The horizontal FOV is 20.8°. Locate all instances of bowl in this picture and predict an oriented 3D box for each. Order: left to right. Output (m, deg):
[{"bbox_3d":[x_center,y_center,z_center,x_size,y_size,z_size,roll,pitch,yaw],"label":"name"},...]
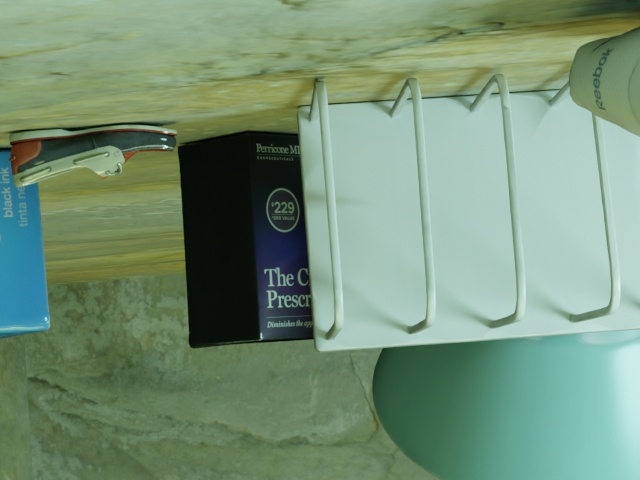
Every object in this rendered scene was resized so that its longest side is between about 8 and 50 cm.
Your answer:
[{"bbox_3d":[0.201,0.071,1.495,0.311,0.163,0.311,1,-147,0],"label":"bowl"}]

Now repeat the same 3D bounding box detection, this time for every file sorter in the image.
[{"bbox_3d":[0.131,-0.027,1.296,0.277,0.193,0.173,-4,173,-4],"label":"file sorter"}]

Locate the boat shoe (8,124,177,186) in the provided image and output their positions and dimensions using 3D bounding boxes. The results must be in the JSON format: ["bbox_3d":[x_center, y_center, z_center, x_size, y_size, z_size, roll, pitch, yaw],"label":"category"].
[{"bbox_3d":[-0.182,-0.069,1.407,0.137,0.043,0.049,-5,175,-7],"label":"boat shoe"}]

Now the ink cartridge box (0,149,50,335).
[{"bbox_3d":[-0.470,0.022,1.539,0.395,0.166,0.285,-4,176,-25],"label":"ink cartridge box"}]

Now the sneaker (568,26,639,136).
[{"bbox_3d":[0.286,-0.107,1.080,0.297,0.111,0.129,1,-168,-32],"label":"sneaker"}]

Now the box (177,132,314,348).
[{"bbox_3d":[0.000,0.000,1.614,0.103,0.184,0.261,-10,174,44],"label":"box"}]
